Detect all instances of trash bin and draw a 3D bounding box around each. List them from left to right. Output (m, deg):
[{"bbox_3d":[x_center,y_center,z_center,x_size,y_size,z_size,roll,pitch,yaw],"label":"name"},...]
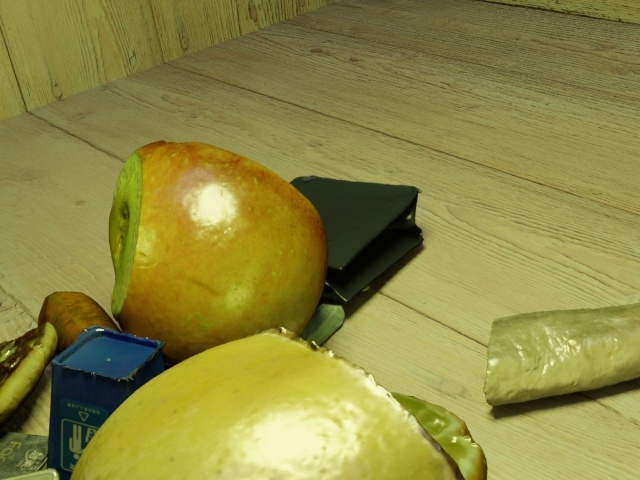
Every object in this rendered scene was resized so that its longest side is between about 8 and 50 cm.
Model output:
[{"bbox_3d":[-0.278,0.245,1.224,0.162,0.235,0.184,10,23,15],"label":"trash bin"}]

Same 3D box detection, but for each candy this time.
[{"bbox_3d":[0.086,0.303,1.160,0.259,0.118,0.260,-5,30,3],"label":"candy"}]

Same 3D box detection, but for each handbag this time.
[{"bbox_3d":[0.000,0.000,1.712,0.303,0.122,0.329,9,33,35],"label":"handbag"}]

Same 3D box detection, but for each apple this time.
[{"bbox_3d":[-0.185,0.039,1.417,0.383,0.374,0.374,24,40,23],"label":"apple"}]

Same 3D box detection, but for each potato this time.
[{"bbox_3d":[-0.078,0.322,0.875,0.319,0.386,0.442,-23,31,-29],"label":"potato"}]

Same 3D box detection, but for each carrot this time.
[{"bbox_3d":[-0.384,0.176,1.527,0.114,0.114,0.301,-26,35,-28],"label":"carrot"}]

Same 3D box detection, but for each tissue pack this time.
[{"bbox_3d":[-0.467,0.332,1.330,0.156,0.051,0.112,1,29,19],"label":"tissue pack"}]

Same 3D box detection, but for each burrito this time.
[{"bbox_3d":[0.370,0.162,1.345,0.299,0.105,0.143,-9,33,-3],"label":"burrito"}]

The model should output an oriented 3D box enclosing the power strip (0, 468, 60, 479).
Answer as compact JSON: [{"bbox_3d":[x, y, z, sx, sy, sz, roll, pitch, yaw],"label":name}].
[{"bbox_3d":[-0.413,0.407,1.135,0.213,0.064,0.198,-13,65,-2],"label":"power strip"}]

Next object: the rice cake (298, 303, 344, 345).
[{"bbox_3d":[-0.040,0.177,1.497,0.045,0.042,0.245,7,32,36],"label":"rice cake"}]

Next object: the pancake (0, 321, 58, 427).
[{"bbox_3d":[-0.584,0.288,1.391,0.304,0.067,0.427,-20,22,29],"label":"pancake"}]
